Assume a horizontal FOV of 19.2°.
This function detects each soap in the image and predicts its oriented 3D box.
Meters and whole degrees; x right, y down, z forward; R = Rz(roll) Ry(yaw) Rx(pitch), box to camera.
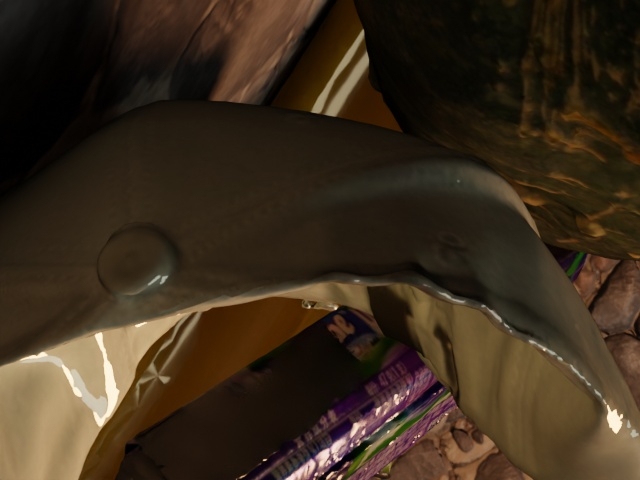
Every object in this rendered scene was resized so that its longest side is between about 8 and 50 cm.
[{"bbox_3d":[-0.005,0.012,1.004,0.324,0.096,0.204,-57,171,11],"label":"soap"}]

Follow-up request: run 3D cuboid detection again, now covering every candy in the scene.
[{"bbox_3d":[0.018,0.069,0.880,0.312,0.061,0.088,-32,155,-45],"label":"candy"}]

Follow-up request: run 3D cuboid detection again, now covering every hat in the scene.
[{"bbox_3d":[-0.029,0.007,0.679,0.301,0.257,0.168,-93,170,-66],"label":"hat"}]

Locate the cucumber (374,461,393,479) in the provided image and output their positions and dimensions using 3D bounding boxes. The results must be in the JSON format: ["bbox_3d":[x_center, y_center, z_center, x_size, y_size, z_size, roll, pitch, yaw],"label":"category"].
[{"bbox_3d":[0.037,0.031,1.283,0.134,0.134,0.244,52,63,-82],"label":"cucumber"}]

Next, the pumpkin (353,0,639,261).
[{"bbox_3d":[0.134,-0.137,0.684,0.291,0.257,0.327,-44,165,6],"label":"pumpkin"}]
